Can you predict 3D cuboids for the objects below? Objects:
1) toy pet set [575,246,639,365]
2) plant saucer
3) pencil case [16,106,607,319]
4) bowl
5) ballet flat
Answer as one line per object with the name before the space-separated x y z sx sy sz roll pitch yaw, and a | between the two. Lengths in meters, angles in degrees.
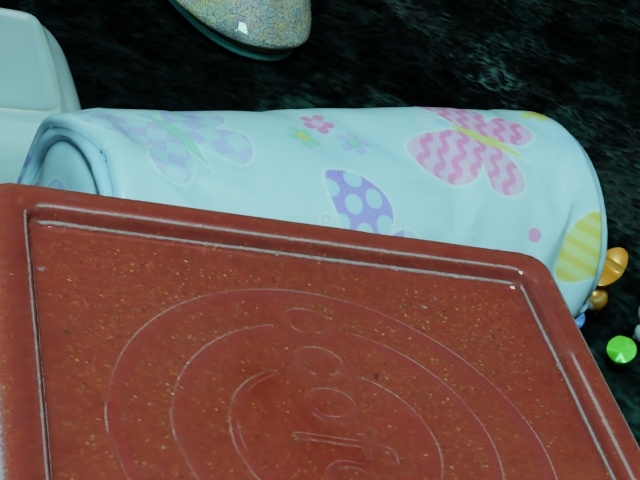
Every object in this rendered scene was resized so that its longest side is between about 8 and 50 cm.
toy pet set | 0.203 0.046 0.779 0.122 0.065 0.114 33 70 21
plant saucer | 0.002 0.072 0.444 0.259 0.047 0.258 8 36 -21
pencil case | 0.000 0.000 0.659 0.273 0.113 0.124 -5 51 -35
bowl | -0.179 -0.069 0.710 0.142 0.053 0.142 5 39 -23
ballet flat | -0.079 -0.241 0.957 0.108 0.106 0.316 -1 40 -31
